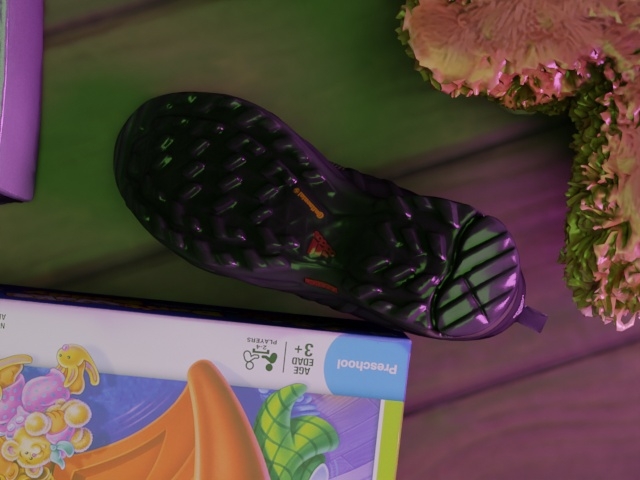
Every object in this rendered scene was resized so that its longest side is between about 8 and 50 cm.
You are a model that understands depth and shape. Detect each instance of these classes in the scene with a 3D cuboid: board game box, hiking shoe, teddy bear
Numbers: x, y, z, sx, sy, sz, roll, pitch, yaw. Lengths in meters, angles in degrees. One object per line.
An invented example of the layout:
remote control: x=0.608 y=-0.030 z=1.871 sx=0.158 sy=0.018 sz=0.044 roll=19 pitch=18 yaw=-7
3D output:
board game box: x=-0.141 y=0.142 z=0.939 sx=0.347 sy=0.078 sz=0.233 roll=6 pitch=93 yaw=-5
hiking shoe: x=0.000 y=0.000 z=0.935 sx=0.227 sy=0.114 sz=0.086 roll=26 pitch=82 yaw=23
teddy bear: x=0.199 y=-0.069 z=0.927 sx=0.338 sy=0.113 sz=0.245 roll=6 pitch=80 yaw=-4

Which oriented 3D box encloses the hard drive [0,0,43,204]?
hard drive: x=-0.224 y=-0.142 z=0.927 sx=0.172 sy=0.054 sz=0.254 roll=-2 pitch=94 yaw=-4
